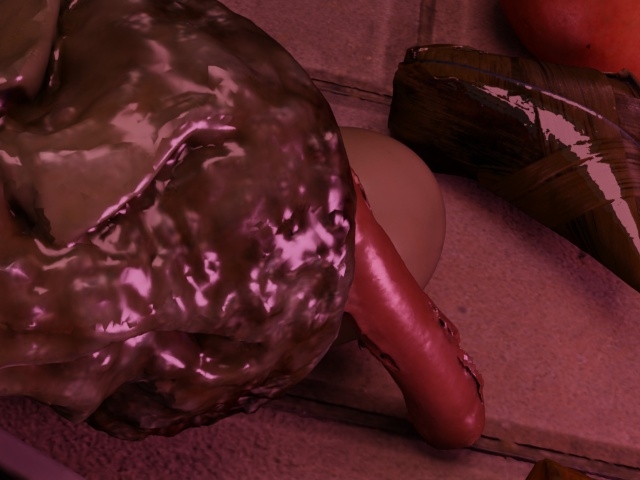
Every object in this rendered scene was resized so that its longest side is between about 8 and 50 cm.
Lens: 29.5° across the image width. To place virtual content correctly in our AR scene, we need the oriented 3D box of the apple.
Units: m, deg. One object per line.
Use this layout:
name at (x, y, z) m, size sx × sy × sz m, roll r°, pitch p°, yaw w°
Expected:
apple at (0.391, -0.362, 1.424) m, size 0.363 × 0.364 × 0.364 m, roll 8°, pitch 45°, yaw -8°

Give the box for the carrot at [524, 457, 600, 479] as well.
carrot at (0.291, 0.267, 0.929) m, size 0.301 × 0.114 × 0.114 m, roll 22°, pitch 45°, yaw 9°

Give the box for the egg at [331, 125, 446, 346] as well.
egg at (0.000, 0.000, 1.057) m, size 0.241 × 0.186 × 0.186 m, roll -30°, pitch 60°, yaw -33°

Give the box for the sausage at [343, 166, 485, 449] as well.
sausage at (0.058, 0.060, 0.958) m, size 0.078 × 0.304 × 0.078 m, roll -21°, pitch 36°, yaw 17°

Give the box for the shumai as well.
shumai at (-0.200, 0.008, 0.826) m, size 0.395 × 0.395 × 0.348 m, roll 36°, pitch 34°, yaw 20°

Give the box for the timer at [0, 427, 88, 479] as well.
timer at (-0.262, 0.246, 0.813) m, size 0.237 × 0.087 × 0.262 m, roll 27°, pitch 45°, yaw 11°

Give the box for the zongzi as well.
zongzi at (0.208, -0.066, 1.221) m, size 0.286 × 0.138 × 0.300 m, roll 8°, pitch 47°, yaw -4°
